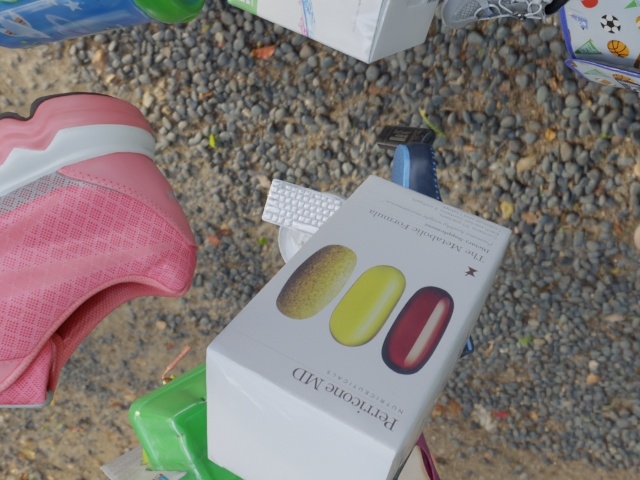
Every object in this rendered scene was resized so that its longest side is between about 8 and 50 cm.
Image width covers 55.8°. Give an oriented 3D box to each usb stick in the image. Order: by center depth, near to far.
[{"bbox_3d":[0.229,-0.277,1.653,0.045,0.278,0.077,33,91,-21],"label":"usb stick"}]

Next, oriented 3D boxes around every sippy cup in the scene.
[{"bbox_3d":[-0.273,-0.313,0.628,0.224,0.240,0.305,-16,148,12],"label":"sippy cup"}]

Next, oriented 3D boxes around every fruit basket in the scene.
[{"bbox_3d":[-0.122,0.240,0.811,0.165,0.327,0.353,60,151,6],"label":"fruit basket"}]

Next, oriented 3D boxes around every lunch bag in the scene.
[{"bbox_3d":[0.713,-0.467,1.310,0.328,0.239,0.385,34,165,45],"label":"lunch bag"}]

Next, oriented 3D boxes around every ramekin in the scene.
[{"bbox_3d":[0.000,0.000,1.380,0.207,0.109,0.207,15,118,30],"label":"ramekin"}]

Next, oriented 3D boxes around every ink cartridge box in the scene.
[{"bbox_3d":[0.025,-0.399,0.961,0.278,0.201,0.117,30,129,21],"label":"ink cartridge box"}]

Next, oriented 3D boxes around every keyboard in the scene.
[{"bbox_3d":[0.032,-0.030,0.980,0.256,0.014,0.072,18,90,11],"label":"keyboard"}]

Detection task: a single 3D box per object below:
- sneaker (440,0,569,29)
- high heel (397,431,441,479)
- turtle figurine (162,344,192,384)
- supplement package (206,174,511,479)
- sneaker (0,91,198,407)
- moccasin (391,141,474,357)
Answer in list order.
[{"bbox_3d":[0.319,-0.390,0.947,0.281,0.105,0.115,-15,83,38],"label":"sneaker"},{"bbox_3d":[0.158,0.420,1.036,0.127,0.181,0.377,-30,137,4],"label":"high heel"},{"bbox_3d":[-0.185,0.274,1.197,0.087,0.270,0.217,47,138,29],"label":"turtle figurine"},{"bbox_3d":[0.037,0.078,0.476,0.139,0.244,0.133,24,132,17],"label":"supplement package"},{"bbox_3d":[-0.206,0.045,0.309,0.136,0.314,0.116,57,166,3],"label":"sneaker"},{"bbox_3d":[0.169,0.020,0.887,0.117,0.137,0.342,-7,114,3],"label":"moccasin"}]
